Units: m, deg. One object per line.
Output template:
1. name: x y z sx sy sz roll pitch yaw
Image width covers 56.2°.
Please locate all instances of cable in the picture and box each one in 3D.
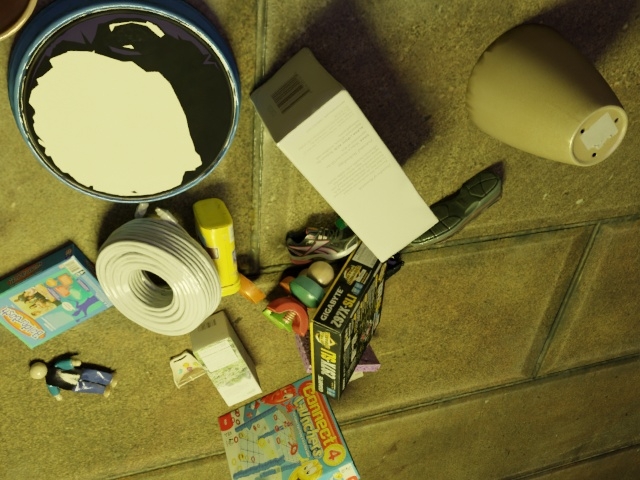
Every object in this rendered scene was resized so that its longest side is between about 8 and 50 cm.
1. cable: -0.323 0.077 1.202 0.257 0.089 0.257 42 128 -11

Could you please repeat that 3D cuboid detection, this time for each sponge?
1. sponge: 0.045 0.292 1.575 0.210 0.117 0.031 5 128 -26

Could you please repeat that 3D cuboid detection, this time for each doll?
1. doll: -0.575 0.320 1.384 0.189 0.046 0.129 25 112 -35

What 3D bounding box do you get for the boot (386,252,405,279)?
1. boot: 0.154 0.079 1.478 0.121 0.045 0.099 -36 168 -1

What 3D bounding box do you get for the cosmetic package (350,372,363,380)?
1. cosmetic package: 0.080 0.342 1.679 0.060 0.041 0.115 -20 131 -9

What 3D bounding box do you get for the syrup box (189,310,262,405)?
1. syrup box: -0.231 0.294 1.476 0.093 0.096 0.237 -23 131 -3

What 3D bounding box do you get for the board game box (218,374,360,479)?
1. board game box: -0.092 0.545 1.587 0.302 0.308 0.086 -24 129 -5

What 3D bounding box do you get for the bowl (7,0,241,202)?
1. bowl: -0.326 -0.236 1.045 0.391 0.077 0.391 -12 129 -15

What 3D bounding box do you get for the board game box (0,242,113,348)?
1. board game box: -0.554 0.117 1.236 0.210 0.047 0.160 -28 132 -2

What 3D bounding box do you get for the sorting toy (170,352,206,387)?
1. sorting toy: -0.333 0.312 1.486 0.083 0.045 0.075 -27 124 -1

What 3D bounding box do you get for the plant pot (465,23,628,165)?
1. plant pot: 0.478 -0.273 1.224 0.256 0.274 0.256 -11 128 -14

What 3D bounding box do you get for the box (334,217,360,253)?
1. box: 0.116 -0.002 1.433 0.105 0.043 0.179 -31 133 3

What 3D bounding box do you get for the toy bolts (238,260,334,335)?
1. toy bolts: -0.072 0.095 1.344 0.218 0.228 0.158 43 75 -18

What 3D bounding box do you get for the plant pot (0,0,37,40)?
1. plant pot: -0.510 -0.397 0.821 0.237 0.109 0.237 -11 129 -14

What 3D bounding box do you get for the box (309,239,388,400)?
1. box: 0.068 0.189 1.397 0.079 0.257 0.322 20 144 16

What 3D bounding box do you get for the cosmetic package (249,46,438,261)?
1. cosmetic package: 0.051 -0.156 1.176 0.156 0.217 0.385 -39 132 9

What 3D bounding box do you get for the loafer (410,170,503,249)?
1. loafer: 0.332 -0.056 1.452 0.267 0.096 0.084 -36 137 4

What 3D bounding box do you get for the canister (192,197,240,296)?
1. canister: -0.217 0.012 1.249 0.073 0.126 0.170 -13 127 -18

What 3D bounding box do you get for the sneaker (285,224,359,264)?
1. sneaker: 0.000 0.000 1.343 0.178 0.072 0.077 -16 123 16
